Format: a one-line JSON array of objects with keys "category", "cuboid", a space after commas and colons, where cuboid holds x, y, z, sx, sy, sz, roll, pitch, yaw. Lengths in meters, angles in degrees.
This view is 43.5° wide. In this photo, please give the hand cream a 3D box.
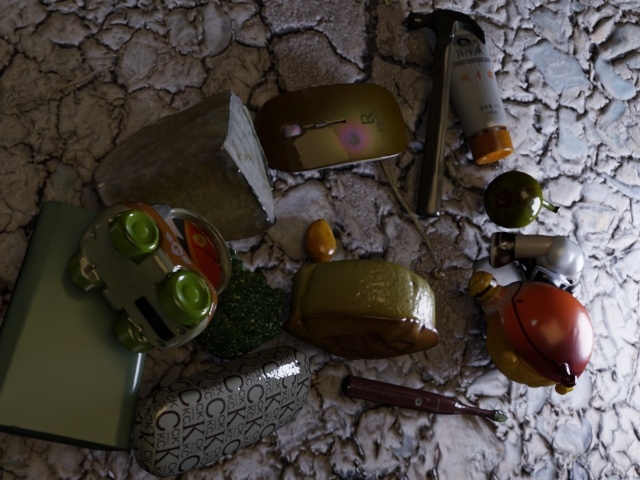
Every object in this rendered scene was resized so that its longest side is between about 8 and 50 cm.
[{"category": "hand cream", "cuboid": [0.331, -0.321, 1.711, 0.139, 0.089, 0.314, -14, 77, -16]}]

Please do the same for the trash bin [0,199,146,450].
[{"category": "trash bin", "cuboid": [-0.372, 0.134, 1.232, 0.222, 0.158, 0.344, 18, 71, -21]}]

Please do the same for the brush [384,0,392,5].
[{"category": "brush", "cuboid": [0.131, -0.537, 1.701, 0.016, 0.013, 0.084, -26, 92, -30]}]

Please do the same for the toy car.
[{"category": "toy car", "cuboid": [-0.230, 0.030, 1.197, 0.235, 0.145, 0.235, 31, 42, -33]}]

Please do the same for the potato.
[{"category": "potato", "cuboid": [-0.228, -0.107, 1.395, 0.264, 0.211, 0.189, -17, 128, 5]}]

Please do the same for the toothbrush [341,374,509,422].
[{"category": "toothbrush", "cuboid": [0.205, 0.308, 1.530, 0.364, 0.041, 0.041, 16, 72, -21]}]

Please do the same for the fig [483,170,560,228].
[{"category": "fig", "cuboid": [0.441, -0.086, 1.703, 0.236, 0.124, 0.124, -2, 78, -45]}]

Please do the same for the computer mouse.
[{"category": "computer mouse", "cuboid": [0.030, -0.216, 1.540, 0.310, 0.072, 0.158, -11, 81, -22]}]

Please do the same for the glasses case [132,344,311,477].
[{"category": "glasses case", "cuboid": [-0.146, 0.268, 1.291, 0.354, 0.085, 0.137, -14, 113, -47]}]

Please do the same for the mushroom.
[{"category": "mushroom", "cuboid": [0.180, -0.051, 1.612, 0.026, 0.028, 0.286, -25, 88, 15]}]

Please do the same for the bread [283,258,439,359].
[{"category": "bread", "cuboid": [0.073, 0.127, 1.384, 0.269, 0.270, 0.148, 13, 69, -22]}]

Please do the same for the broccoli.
[{"category": "broccoli", "cuboid": [-0.151, 0.107, 1.349, 0.195, 0.195, 0.156, 22, 36, -19]}]

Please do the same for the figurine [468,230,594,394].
[{"category": "figurine", "cuboid": [0.435, 0.151, 1.585, 0.320, 0.196, 0.323, 25, 59, -25]}]

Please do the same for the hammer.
[{"category": "hammer", "cuboid": [0.240, -0.263, 1.650, 0.168, 0.044, 0.440, 5, 81, 16]}]

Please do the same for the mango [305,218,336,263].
[{"category": "mango", "cuboid": [0.000, 0.000, 1.502, 0.060, 0.046, 0.089, 14, 60, -24]}]
